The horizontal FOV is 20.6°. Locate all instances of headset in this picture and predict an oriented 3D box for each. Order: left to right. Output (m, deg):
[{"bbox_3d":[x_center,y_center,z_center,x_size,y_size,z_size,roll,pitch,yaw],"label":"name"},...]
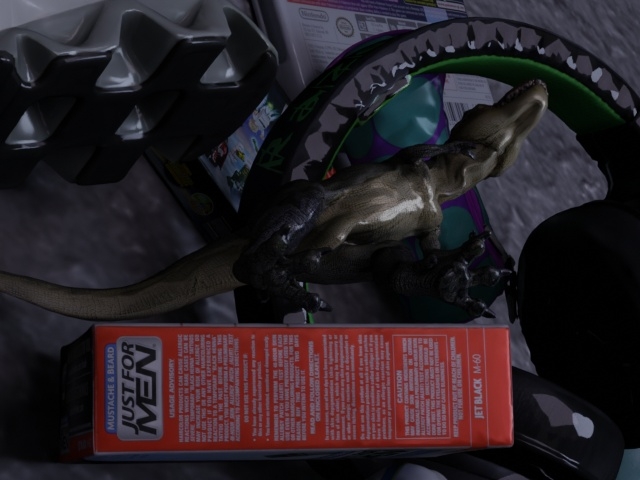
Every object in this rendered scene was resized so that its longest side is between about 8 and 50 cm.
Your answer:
[{"bbox_3d":[0.108,0.078,0.893,0.243,0.185,0.394,-41,102,-23],"label":"headset"}]

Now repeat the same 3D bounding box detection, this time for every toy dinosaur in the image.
[{"bbox_3d":[0.000,0.000,0.719,0.268,0.118,0.064,-18,111,-22],"label":"toy dinosaur"}]

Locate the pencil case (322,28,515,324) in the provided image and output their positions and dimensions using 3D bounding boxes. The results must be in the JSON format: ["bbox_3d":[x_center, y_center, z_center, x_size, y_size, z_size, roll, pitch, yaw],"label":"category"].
[{"bbox_3d":[0.054,-0.033,0.931,0.152,0.070,0.064,68,26,-23],"label":"pencil case"}]

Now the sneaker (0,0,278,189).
[{"bbox_3d":[-0.170,-0.094,0.664,0.330,0.122,0.146,-6,59,-54],"label":"sneaker"}]

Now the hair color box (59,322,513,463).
[{"bbox_3d":[-0.016,0.063,0.710,0.167,0.093,0.053,2,81,-16],"label":"hair color box"}]

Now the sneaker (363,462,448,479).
[{"bbox_3d":[-0.042,0.132,0.686,0.240,0.091,0.126,-40,98,-41],"label":"sneaker"}]

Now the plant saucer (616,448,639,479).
[{"bbox_3d":[0.223,0.169,1.119,0.119,0.021,0.119,32,47,-42],"label":"plant saucer"}]

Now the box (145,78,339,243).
[{"bbox_3d":[-0.046,-0.053,0.868,0.137,0.027,0.094,55,35,-19],"label":"box"}]

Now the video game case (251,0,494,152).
[{"bbox_3d":[0.026,-0.137,1.022,0.201,0.023,0.183,-2,73,-53],"label":"video game case"}]
